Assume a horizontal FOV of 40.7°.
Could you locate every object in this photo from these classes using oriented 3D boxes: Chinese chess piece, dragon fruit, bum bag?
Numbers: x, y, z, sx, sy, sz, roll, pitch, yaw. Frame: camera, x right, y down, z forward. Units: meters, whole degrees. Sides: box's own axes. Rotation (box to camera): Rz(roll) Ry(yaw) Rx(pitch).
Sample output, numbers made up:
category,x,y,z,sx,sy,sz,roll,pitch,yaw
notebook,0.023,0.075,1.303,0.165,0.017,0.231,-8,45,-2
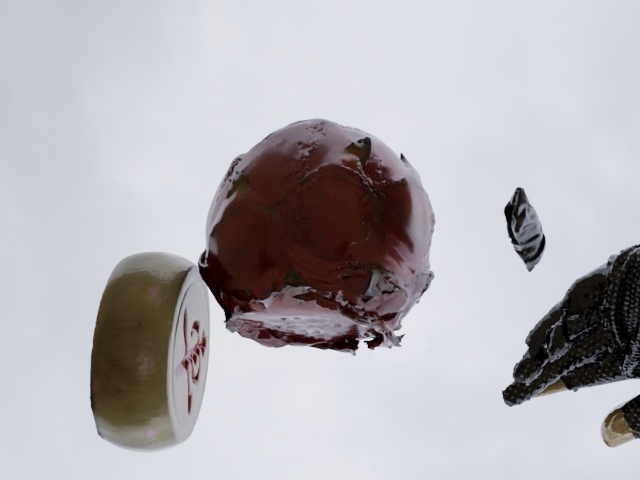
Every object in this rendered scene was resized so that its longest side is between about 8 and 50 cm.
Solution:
category,x,y,z,sx,sy,sz,roll,pitch,yaw
Chinese chess piece,-0.208,0.139,1.088,0.097,0.251,0.251,3,-102,4
dragon fruit,0.000,0.000,1.085,0.295,0.296,0.302,0,-134,21
bum bag,0.237,-0.010,0.988,0.034,0.124,0.058,0,-117,30

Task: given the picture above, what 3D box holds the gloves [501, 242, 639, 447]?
category,x,y,z,sx,sy,sz,roll,pitch,yaw
gloves,0.220,0.081,0.658,0.180,0.129,0.106,-27,-152,47
